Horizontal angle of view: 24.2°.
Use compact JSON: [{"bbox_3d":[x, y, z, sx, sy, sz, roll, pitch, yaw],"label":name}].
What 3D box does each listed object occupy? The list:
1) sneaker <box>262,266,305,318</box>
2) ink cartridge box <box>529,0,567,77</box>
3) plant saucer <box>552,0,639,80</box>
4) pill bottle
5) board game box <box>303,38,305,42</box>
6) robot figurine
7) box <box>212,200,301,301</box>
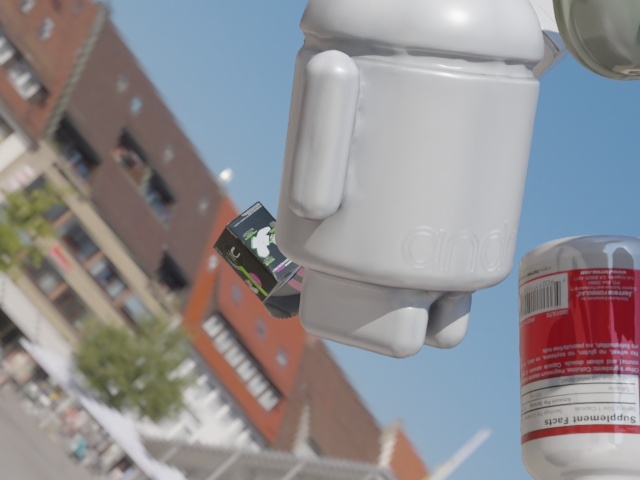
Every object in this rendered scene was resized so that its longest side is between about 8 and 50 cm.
[{"bbox_3d":[0.000,0.000,1.914,0.131,0.112,0.319,46,-40,-10],"label":"sneaker"},{"bbox_3d":[0.337,-0.326,2.302,0.117,0.278,0.201,48,-42,3],"label":"ink cartridge box"},{"bbox_3d":[0.459,-0.365,1.820,0.100,0.400,0.400,40,-14,42],"label":"plant saucer"},{"bbox_3d":[0.392,0.214,2.083,0.229,0.229,0.407,90,1,-73],"label":"pill bottle"},{"bbox_3d":[0.081,-0.172,1.676,0.136,0.030,0.259,26,10,-27],"label":"board game box"},{"bbox_3d":[0.073,-0.087,1.226,0.200,0.353,0.300,12,11,30],"label":"robot figurine"},{"bbox_3d":[-0.065,0.012,1.614,0.083,0.052,0.062,48,-31,7],"label":"box"}]
